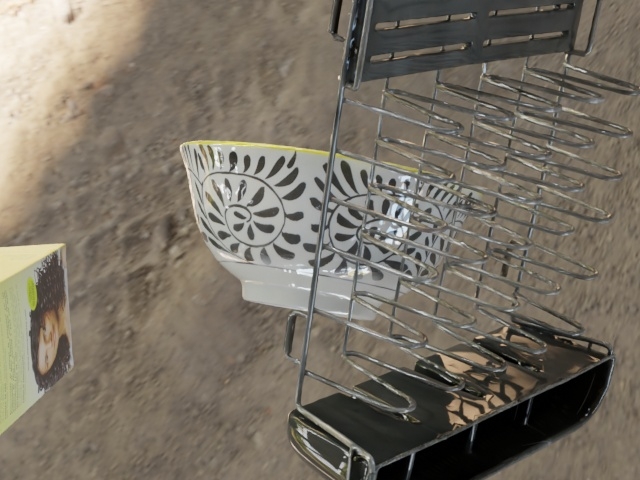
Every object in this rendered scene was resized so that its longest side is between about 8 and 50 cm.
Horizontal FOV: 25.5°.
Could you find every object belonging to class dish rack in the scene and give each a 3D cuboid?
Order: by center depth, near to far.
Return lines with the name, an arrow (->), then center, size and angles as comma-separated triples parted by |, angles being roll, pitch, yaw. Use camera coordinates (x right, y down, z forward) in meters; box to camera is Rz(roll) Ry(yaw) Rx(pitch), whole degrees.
dish rack -> 0.077, -0.020, 0.666 | 0.074, 0.208, 0.271 | 23, 115, 35

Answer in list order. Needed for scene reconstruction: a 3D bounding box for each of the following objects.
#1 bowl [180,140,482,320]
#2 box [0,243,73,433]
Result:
bowl -> 0.000, 0.000, 0.781 | 0.170, 0.170, 0.080 | 8, 87, 14
box -> -0.195, 0.058, 0.798 | 0.058, 0.232, 0.087 | -2, 99, 5
